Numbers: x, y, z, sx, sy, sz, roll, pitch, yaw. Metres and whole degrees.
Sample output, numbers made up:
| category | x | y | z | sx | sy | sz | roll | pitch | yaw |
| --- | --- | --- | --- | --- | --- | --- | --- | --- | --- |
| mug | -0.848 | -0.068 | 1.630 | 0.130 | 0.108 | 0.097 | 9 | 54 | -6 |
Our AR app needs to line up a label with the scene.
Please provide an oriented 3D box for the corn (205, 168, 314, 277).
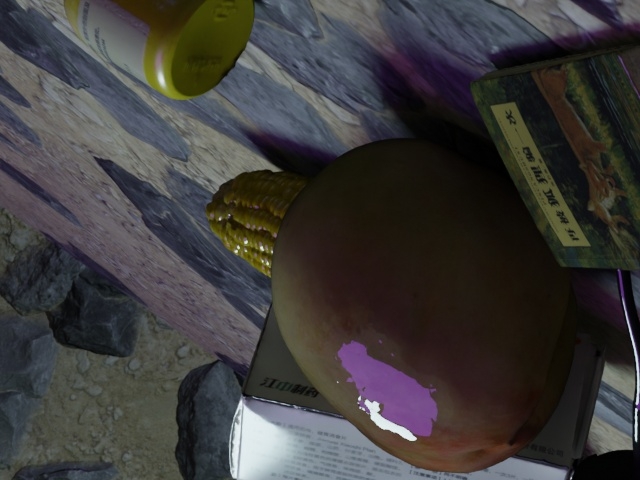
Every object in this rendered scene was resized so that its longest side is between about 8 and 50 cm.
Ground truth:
| category | x | y | z | sx | sy | sz | roll | pitch | yaw |
| --- | --- | --- | --- | --- | --- | --- | --- | --- | --- |
| corn | 0.000 | 0.000 | 1.839 | 0.347 | 0.130 | 0.130 | 22 | 160 | 48 |

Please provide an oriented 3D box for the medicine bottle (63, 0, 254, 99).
| category | x | y | z | sx | sy | sz | roll | pitch | yaw |
| --- | --- | --- | --- | --- | --- | --- | --- | --- | --- |
| medicine bottle | -0.171 | -0.220 | 1.526 | 0.212 | 0.122 | 0.122 | 34 | 168 | 25 |

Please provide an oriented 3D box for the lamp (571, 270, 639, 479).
| category | x | y | z | sx | sy | sz | roll | pitch | yaw |
| --- | --- | --- | --- | --- | --- | --- | --- | --- | --- |
| lamp | 0.224 | 0.109 | 1.377 | 0.130 | 0.108 | 0.371 | 54 | 169 | 45 |

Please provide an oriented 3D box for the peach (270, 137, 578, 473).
| category | x | y | z | sx | sy | sz | roll | pitch | yaw |
| --- | --- | --- | --- | --- | --- | --- | --- | --- | --- |
| peach | 0.091 | 0.060 | 1.482 | 0.292 | 0.247 | 0.292 | -18 | -90 | -86 |

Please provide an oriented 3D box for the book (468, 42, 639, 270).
| category | x | y | z | sx | sy | sz | roll | pitch | yaw |
| --- | --- | --- | --- | --- | --- | --- | --- | --- | --- |
| book | 0.187 | -0.051 | 1.192 | 0.160 | 0.024 | 0.228 | 63 | 162 | -10 |

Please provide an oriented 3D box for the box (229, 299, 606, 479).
| category | x | y | z | sx | sy | sz | roll | pitch | yaw |
| --- | --- | --- | --- | --- | --- | --- | --- | --- | --- |
| box | 0.094 | 0.161 | 1.679 | 0.332 | 0.173 | 0.145 | 12 | 138 | 6 |
